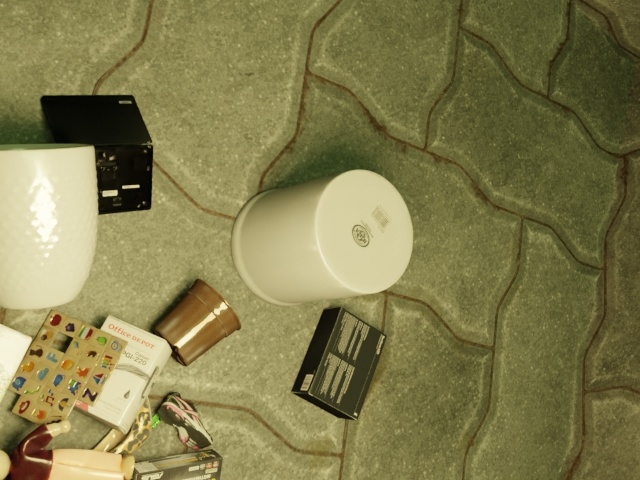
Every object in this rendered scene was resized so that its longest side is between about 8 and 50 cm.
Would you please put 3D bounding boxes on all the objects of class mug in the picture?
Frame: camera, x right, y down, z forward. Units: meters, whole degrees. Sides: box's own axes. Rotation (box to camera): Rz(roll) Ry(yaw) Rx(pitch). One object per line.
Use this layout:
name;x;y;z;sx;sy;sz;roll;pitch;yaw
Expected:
mug;-0.652;-0.029;1.553;0.374;0.276;0.328;-6;101;-26

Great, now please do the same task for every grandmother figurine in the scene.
grandmother figurine;-0.571;0.477;1.564;0.342;0.104;0.208;14;80;-27

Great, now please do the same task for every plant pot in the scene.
plant pot;-0.309;0.210;1.832;0.165;0.167;0.167;-43;109;-24

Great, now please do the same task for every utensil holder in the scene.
utensil holder;0.000;0.000;1.933;0.327;0.385;0.328;5;82;-34

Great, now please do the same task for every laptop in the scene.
laptop;-0.539;-0.207;1.808;0.234;0.136;0.265;-8;114;-35

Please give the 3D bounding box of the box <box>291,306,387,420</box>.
box;0.056;0.345;2.099;0.184;0.103;0.261;33;66;-24

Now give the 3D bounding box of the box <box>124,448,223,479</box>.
box;-0.352;0.602;1.762;0.231;0.056;0.183;3;101;-39

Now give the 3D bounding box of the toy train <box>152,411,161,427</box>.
toy train;-0.407;0.442;1.813;0.024;0.017;0.083;50;58;-7

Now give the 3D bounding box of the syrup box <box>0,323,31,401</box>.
syrup box;-0.712;0.291;1.568;0.093;0.096;0.237;32;66;-30

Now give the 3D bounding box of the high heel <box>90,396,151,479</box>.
high heel;-0.487;0.441;1.706;0.186;0.093;0.261;7;83;-37

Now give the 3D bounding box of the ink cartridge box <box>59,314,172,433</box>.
ink cartridge box;-0.462;0.303;1.704;0.158;0.092;0.218;22;64;9

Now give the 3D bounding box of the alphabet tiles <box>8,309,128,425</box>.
alphabet tiles;-0.568;0.293;1.651;0.198;0.009;0.237;21;68;8

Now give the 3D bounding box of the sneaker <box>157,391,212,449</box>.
sneaker;-0.321;0.439;1.844;0.178;0.072;0.077;58;26;-29
